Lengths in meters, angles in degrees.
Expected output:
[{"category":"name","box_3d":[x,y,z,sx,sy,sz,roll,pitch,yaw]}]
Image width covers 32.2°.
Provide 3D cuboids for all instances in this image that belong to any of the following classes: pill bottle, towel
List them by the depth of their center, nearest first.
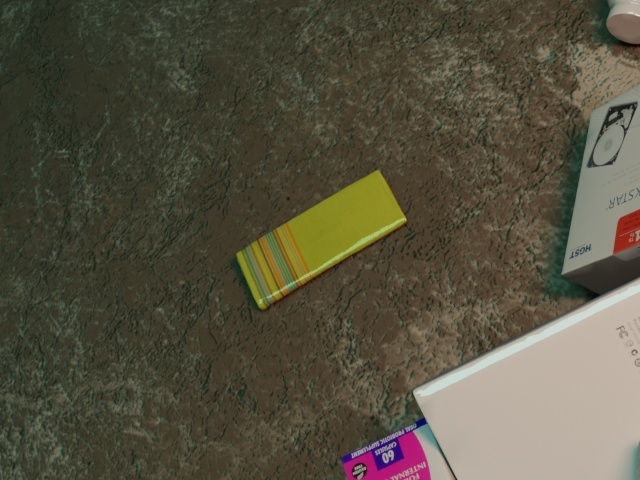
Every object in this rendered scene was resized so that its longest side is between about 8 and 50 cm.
[{"category":"pill bottle","box_3d":[0.428,-0.337,1.455,0.086,0.086,0.152,11,66,34]},{"category":"towel","box_3d":[0.000,0.000,1.523,0.237,0.021,0.102,-31,55,8]}]

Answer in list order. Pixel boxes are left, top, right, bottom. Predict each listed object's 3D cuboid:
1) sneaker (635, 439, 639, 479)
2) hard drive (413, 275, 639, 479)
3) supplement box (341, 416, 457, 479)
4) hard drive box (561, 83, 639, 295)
[{"category":"sneaker","box_3d":[0.387,0.306,1.008,0.146,0.105,0.296,1,48,1]},{"category":"hard drive","box_3d":[0.286,0.178,1.152,0.318,0.040,0.210,-28,89,11]},{"category":"supplement box","box_3d":[0.118,0.320,1.184,0.111,0.114,0.220,-28,52,10]},{"category":"hard drive box","box_3d":[0.379,-0.067,1.249,0.181,0.089,0.232,-33,37,57]}]
